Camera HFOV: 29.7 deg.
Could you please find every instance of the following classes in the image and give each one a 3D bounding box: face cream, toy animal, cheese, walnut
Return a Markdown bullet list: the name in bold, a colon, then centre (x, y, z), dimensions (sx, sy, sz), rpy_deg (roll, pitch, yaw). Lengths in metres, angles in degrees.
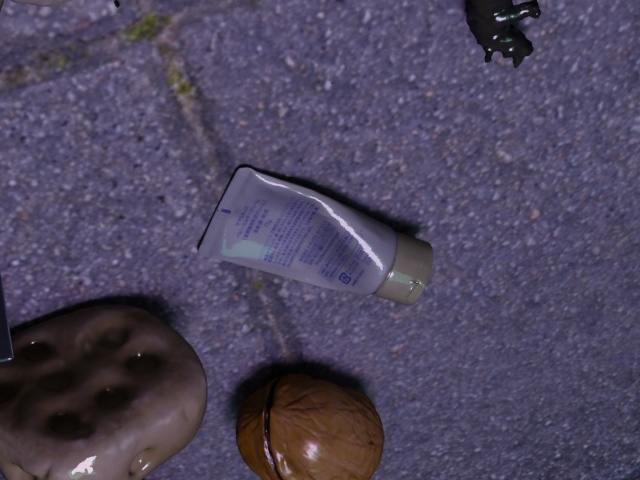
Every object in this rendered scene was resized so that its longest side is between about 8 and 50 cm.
- **face cream**: centre (0.000, 0.000, 1.206), dimensions (0.224, 0.070, 0.114), rpy_deg (18, 123, -18)
- **toy animal**: centre (0.161, -0.208, 1.077), dimensions (0.065, 0.047, 0.135), rpy_deg (-19, 136, 4)
- **cheese**: centre (-0.226, 0.165, 1.162), dimensions (0.235, 0.218, 0.117), rpy_deg (-1, 129, 10)
- **walnut**: centre (-0.014, 0.218, 1.339), dimensions (0.144, 0.144, 0.180), rpy_deg (-39, 141, 16)

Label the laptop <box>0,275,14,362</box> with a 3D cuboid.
- **laptop**: centre (-0.376, 0.062, 1.086), dimensions (0.180, 0.016, 0.129), rpy_deg (-9, 90, -11)

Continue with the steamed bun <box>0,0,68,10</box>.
- **steamed bun**: centre (-0.305, -0.258, 0.713), dimensions (0.343, 0.255, 0.367), rpy_deg (-29, 161, -7)
